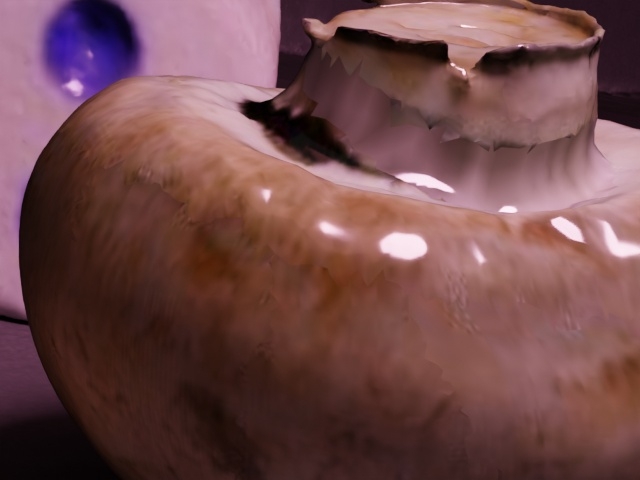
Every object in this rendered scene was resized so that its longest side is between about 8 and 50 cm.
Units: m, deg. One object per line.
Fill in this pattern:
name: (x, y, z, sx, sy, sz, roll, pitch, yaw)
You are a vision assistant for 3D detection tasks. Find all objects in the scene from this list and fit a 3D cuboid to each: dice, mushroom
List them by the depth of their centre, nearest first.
mushroom: (0.034, 0.018, 0.911, 0.352, 0.260, 0.352, 7, 17, -2)
dice: (-0.162, -0.093, 1.321, 0.243, 0.251, 0.259, 8, 12, -6)
